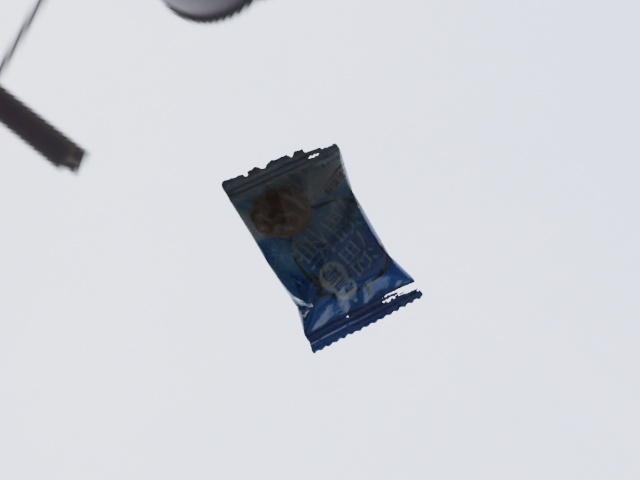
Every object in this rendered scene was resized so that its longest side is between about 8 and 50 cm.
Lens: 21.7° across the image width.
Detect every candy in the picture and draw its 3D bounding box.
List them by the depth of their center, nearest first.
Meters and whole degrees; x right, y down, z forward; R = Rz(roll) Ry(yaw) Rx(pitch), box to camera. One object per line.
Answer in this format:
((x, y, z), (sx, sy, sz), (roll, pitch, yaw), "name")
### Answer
((0.001, 0.000, 1.150), (0.088, 0.038, 0.136), (-27, -102, -9), "candy")
